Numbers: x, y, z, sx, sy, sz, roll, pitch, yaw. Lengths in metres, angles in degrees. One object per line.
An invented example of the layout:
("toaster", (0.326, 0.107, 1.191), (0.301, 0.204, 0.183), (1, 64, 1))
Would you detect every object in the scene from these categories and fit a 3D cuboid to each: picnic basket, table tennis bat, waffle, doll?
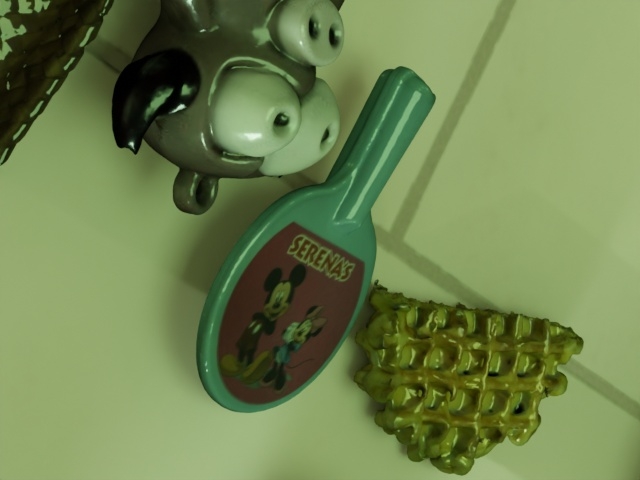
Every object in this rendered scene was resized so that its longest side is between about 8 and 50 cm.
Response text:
("picnic basket", (-0.188, -0.114, 0.900), (0.110, 0.055, 0.193), (44, 72, -35))
("table tennis bat", (0.000, 0.000, 1.066), (0.244, 0.040, 0.153), (-60, 147, -2))
("waffle", (0.102, 0.082, 1.186), (0.160, 0.046, 0.192), (-51, 126, -16))
("doll", (-0.040, -0.140, 0.973), (0.182, 0.117, 0.257), (11, 89, -59))
